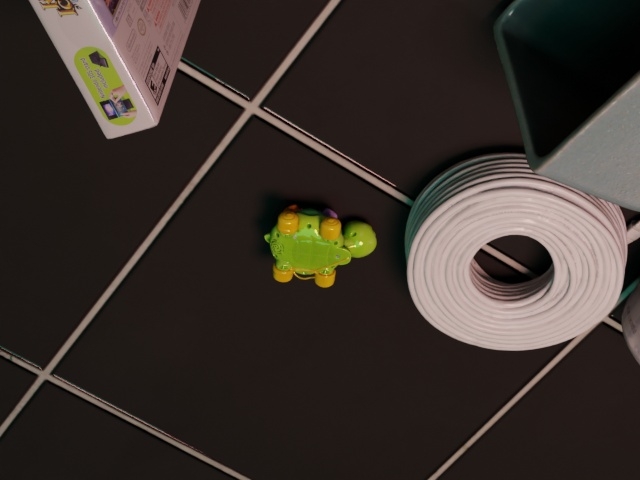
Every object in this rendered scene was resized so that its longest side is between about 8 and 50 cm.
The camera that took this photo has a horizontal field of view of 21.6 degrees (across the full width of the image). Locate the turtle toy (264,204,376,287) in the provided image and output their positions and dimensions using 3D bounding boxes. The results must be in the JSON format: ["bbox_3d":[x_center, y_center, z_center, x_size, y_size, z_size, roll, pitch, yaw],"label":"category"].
[{"bbox_3d":[0.000,0.000,1.940,0.130,0.066,0.095,7,127,-1],"label":"turtle toy"}]

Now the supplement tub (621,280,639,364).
[{"bbox_3d":[0.481,0.021,1.832,0.193,0.193,0.316,21,125,-10],"label":"supplement tub"}]

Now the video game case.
[{"bbox_3d":[-0.209,-0.273,1.626,0.061,0.269,0.244,-14,124,18],"label":"video game case"}]

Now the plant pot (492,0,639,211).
[{"bbox_3d":[0.363,-0.169,1.679,0.252,0.247,0.248,27,125,-28],"label":"plant pot"}]

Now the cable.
[{"bbox_3d":[0.222,0.018,1.918,0.257,0.089,0.257,21,126,-11],"label":"cable"}]
